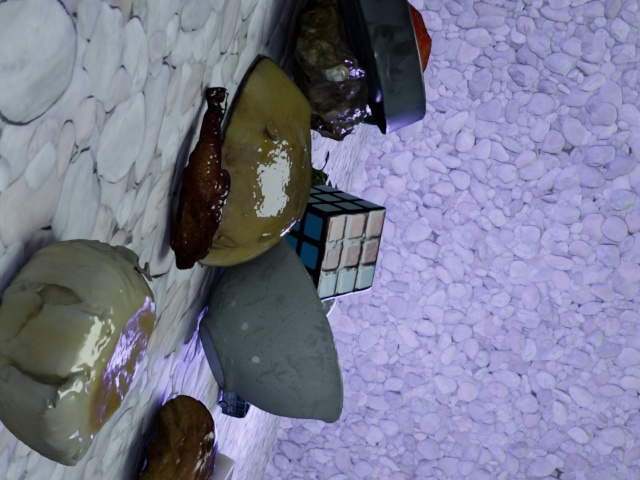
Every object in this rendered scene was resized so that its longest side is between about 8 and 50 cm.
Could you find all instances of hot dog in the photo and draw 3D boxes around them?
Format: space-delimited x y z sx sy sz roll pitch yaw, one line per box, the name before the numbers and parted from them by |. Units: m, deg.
hot dog | -0.197 0.305 1.148 0.227 0.099 0.160 100 10 -64

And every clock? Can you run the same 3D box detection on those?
clock | 0.075 -0.311 1.153 0.319 0.066 0.319 -16 90 -88

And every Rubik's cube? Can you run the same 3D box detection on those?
Rubik's cube | 0.000 0.000 1.440 0.163 0.162 0.160 -9 114 -47

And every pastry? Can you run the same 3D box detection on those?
pastry | -0.183 0.079 0.598 0.166 0.088 0.166 18 90 -84

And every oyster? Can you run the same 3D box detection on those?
oyster | -0.005 -0.270 1.204 0.396 0.111 0.204 107 -31 -82

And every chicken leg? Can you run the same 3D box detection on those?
chicken leg | -0.130 -0.061 0.887 0.093 0.053 0.205 -109 -142 -59

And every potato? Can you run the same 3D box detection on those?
potato | -0.071 -0.090 1.093 0.239 0.116 0.299 -14 120 -78

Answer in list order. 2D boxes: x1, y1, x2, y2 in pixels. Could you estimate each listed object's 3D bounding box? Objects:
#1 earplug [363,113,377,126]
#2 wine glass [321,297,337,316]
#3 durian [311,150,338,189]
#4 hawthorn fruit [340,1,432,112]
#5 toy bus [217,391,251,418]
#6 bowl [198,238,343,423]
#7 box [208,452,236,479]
earplug | 0.121 -0.404 1.960 0.280 0.164 0.257 152 -80 -81
wine glass | -0.057 0.105 1.622 0.196 0.165 0.165 -8 116 -80
durian | -0.029 -0.063 1.626 0.375 0.107 0.132 -58 171 -52
hawthorn fruit | 0.083 -0.317 1.424 0.205 0.205 0.253 98 17 -62
toy bus | -0.166 0.296 1.614 0.166 0.065 0.047 100 9 -50
bowl | -0.096 0.151 1.220 0.313 0.146 0.313 56 -23 39
box | -0.235 0.493 1.434 0.212 0.095 0.168 -55 160 -73
